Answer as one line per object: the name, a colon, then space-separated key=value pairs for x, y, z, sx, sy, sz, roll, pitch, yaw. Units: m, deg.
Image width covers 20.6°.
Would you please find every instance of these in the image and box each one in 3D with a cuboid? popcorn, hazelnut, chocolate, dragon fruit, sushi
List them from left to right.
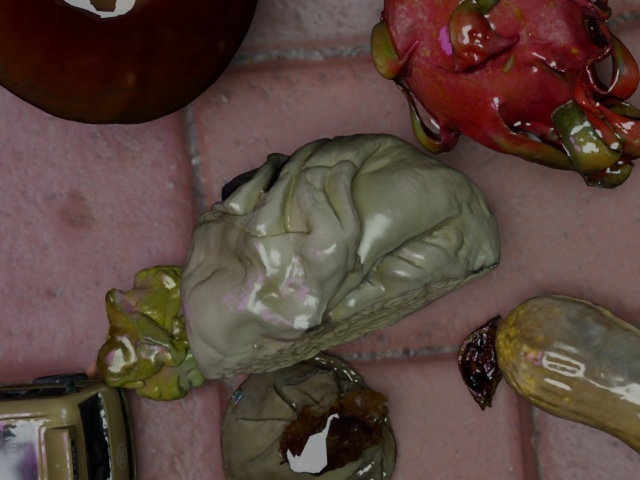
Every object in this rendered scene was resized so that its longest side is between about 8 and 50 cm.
hazelnut: x=-0.238 y=-0.309 z=1.743 sx=0.359 sy=0.359 sz=0.409 roll=-31 pitch=92 yaw=7
popcorn: x=-0.166 y=0.096 z=1.845 sx=0.145 sy=0.126 sz=0.126 roll=-46 pitch=60 yaw=22
sushi: x=0.169 y=0.127 z=1.837 sx=0.050 sy=0.047 sz=0.099 roll=-2 pitch=88 yaw=10
dragon fruit: x=0.194 y=-0.192 z=1.735 sx=0.307 sy=0.227 sz=0.243 roll=12 pitch=95 yaw=0
chocolate: x=0.324 y=0.147 z=1.778 sx=0.309 sy=0.134 sz=0.134 roll=27 pitch=95 yaw=7

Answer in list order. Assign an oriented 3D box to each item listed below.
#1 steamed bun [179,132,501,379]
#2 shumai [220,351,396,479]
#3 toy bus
steamed bun: x=0.000 y=0.000 z=1.758 sx=0.320 sy=0.275 sz=0.206 roll=-14 pitch=76 yaw=-29
shumai: x=-0.011 y=0.217 z=1.826 sx=0.201 sy=0.120 sz=0.201 roll=0 pitch=91 yaw=4
toy bus: x=-0.385 y=0.240 z=1.831 sx=0.365 sy=0.202 sz=0.177 roll=-5 pitch=90 yaw=7
